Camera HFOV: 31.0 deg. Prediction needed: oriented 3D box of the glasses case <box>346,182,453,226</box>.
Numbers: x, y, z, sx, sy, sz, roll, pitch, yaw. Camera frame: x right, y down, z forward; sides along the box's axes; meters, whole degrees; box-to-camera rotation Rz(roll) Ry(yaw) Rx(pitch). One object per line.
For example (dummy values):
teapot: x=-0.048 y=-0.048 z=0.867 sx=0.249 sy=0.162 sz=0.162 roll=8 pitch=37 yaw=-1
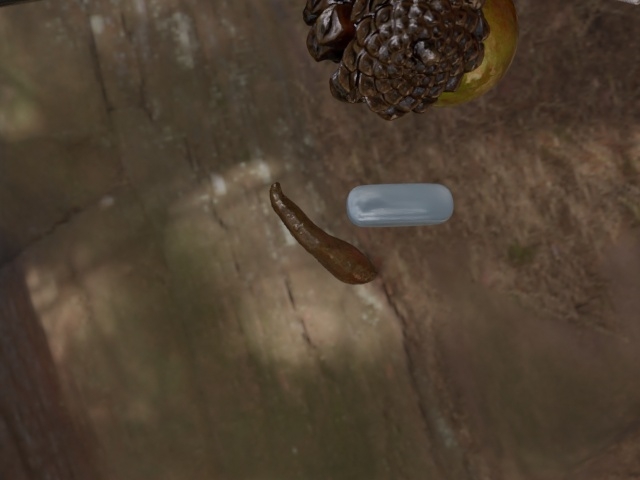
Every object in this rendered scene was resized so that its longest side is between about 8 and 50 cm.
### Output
glasses case: x=0.132 y=-0.059 z=1.909 sx=0.045 sy=0.179 sz=0.067 roll=116 pitch=151 yaw=-73

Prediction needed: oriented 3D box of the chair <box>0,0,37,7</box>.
chair: x=-0.440 y=-0.498 z=1.430 sx=0.365 sy=0.362 sz=0.410 roll=0 pitch=110 yaw=31

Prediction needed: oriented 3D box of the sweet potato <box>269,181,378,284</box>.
sweet potato: x=0.000 y=0.000 z=1.506 sx=0.214 sy=0.050 sz=0.050 roll=39 pitch=170 yaw=-35

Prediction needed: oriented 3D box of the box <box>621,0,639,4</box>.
box: x=0.391 y=-0.486 z=1.668 sx=0.203 sy=0.106 sz=0.251 roll=26 pitch=143 yaw=46

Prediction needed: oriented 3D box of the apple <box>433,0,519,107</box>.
apple: x=0.152 y=-0.267 z=1.471 sx=0.196 sy=0.196 sz=0.195 roll=33 pitch=131 yaw=49

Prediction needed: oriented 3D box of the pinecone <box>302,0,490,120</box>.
pinecone: x=0.073 y=-0.237 z=1.234 sx=0.208 sy=0.208 sz=0.207 roll=33 pitch=131 yaw=49
